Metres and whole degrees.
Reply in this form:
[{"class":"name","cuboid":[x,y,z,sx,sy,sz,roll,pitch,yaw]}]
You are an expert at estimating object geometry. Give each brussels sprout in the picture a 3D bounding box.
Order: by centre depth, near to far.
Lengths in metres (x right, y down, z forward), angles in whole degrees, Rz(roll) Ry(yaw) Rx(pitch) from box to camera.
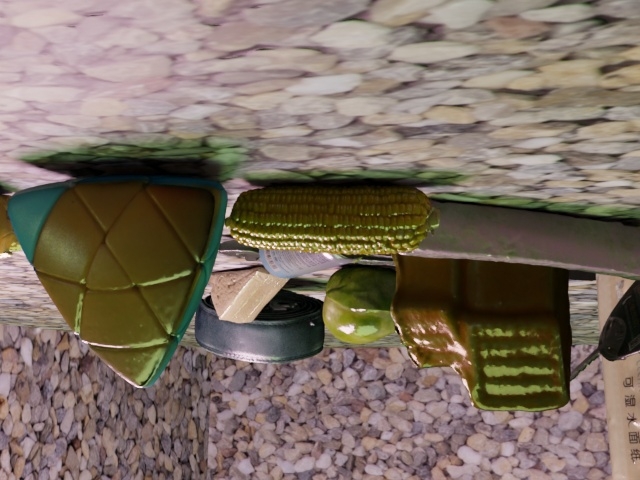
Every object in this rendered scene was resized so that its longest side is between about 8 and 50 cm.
[{"class":"brussels sprout","cuboid":[0.072,0.103,1.839,0.183,0.131,0.145,-9,-172,46]}]

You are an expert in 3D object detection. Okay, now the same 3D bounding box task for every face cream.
[{"class":"face cream","cuboid":[0.000,0.000,1.364,0.075,0.075,0.229,6,170,-25]}]

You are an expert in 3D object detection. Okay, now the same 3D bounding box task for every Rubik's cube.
[{"class":"Rubik's cube","cuboid":[-0.187,0.041,1.233,0.254,0.255,0.254,2,171,0]}]

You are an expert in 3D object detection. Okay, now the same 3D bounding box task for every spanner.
[{"class":"spanner","cuboid":[-0.003,0.020,1.649,0.325,0.026,0.093,4,169,-26]}]

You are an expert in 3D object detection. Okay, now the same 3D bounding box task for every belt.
[{"class":"belt","cuboid":[-0.121,0.161,2.090,0.267,0.116,0.206,7,-166,26]}]

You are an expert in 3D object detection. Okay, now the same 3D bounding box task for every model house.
[{"class":"model house","cuboid":[0.226,0.107,1.472,0.267,0.239,0.173,0,171,4]}]

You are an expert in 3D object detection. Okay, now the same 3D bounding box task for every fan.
[{"class":"fan","cuboid":[0.415,0.108,1.433,0.012,0.294,0.223,41,173,-6]}]

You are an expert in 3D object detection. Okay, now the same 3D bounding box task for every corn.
[{"class":"corn","cuboid":[0.014,-0.023,1.216,0.238,0.080,0.080,0,170,11]}]

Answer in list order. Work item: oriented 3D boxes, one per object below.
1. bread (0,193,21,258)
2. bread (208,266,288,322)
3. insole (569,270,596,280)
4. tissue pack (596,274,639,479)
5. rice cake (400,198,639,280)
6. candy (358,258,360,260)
[{"class":"bread","cuboid":[-0.435,-0.023,1.269,0.134,0.085,0.173,-2,170,21]},{"class":"bread","cuboid":[-0.129,0.064,1.937,0.077,0.105,0.152,10,136,-38]},{"class":"insole","cuboid":[0.382,0.042,1.755,0.348,0.009,0.119,10,166,-41]},{"class":"tissue pack","cuboid":[0.584,0.238,1.644,0.331,0.405,0.205,4,168,-38]},{"class":"rice cake","cuboid":[0.253,-0.002,1.336,0.364,0.073,0.056,7,172,-18]},{"class":"candy","cuboid":[0.081,0.006,1.551,0.122,0.035,0.035,-12,176,23]}]
